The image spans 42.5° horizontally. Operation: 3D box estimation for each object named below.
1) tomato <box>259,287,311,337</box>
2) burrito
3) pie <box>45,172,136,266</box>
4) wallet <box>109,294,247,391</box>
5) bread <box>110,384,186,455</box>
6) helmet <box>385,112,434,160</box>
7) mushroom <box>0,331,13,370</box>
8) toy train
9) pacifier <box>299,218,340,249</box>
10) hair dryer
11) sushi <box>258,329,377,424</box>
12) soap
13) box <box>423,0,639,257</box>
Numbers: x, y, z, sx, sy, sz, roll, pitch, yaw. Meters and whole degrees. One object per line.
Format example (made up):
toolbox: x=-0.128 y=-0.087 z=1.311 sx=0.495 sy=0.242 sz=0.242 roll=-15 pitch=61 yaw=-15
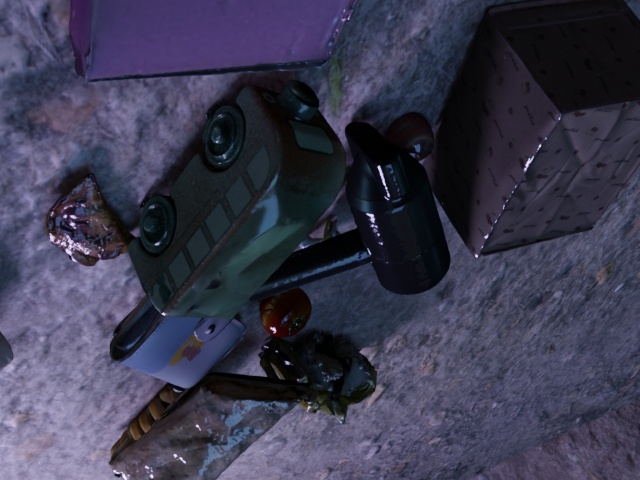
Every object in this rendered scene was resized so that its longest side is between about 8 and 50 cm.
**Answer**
tomato: x=-0.059 y=0.111 z=1.325 sx=0.087 sy=0.075 sz=0.087 roll=-30 pitch=144 yaw=-24
burrito: x=-0.186 y=0.316 z=1.377 sx=0.347 sy=0.107 sz=0.175 roll=-39 pitch=123 yaw=7
pie: x=-0.278 y=-0.015 z=0.988 sx=0.092 sy=0.034 sz=0.170 roll=-30 pitch=151 yaw=-5
wallet: x=-0.210 y=0.139 z=1.246 sx=0.170 sy=0.069 sz=0.231 roll=-46 pitch=154 yaw=-4
bread: x=-0.272 y=0.341 z=1.490 sx=0.134 sy=0.081 sz=0.225 roll=10 pitch=129 yaw=-49
helmet: x=0.130 y=-0.132 z=1.129 sx=0.065 sy=0.049 sz=0.084 roll=-37 pitch=149 yaw=13
mushroom: x=-0.455 y=0.116 z=0.992 sx=0.097 sy=0.088 sz=0.212 roll=-2 pitch=150 yaw=20
toy train: x=-0.099 y=-0.040 z=0.975 sx=0.129 sy=0.159 sz=0.326 roll=7 pitch=133 yaw=-48
pacifier: x=0.000 y=0.000 z=1.235 sx=0.064 sy=0.068 sz=0.083 roll=5 pitch=143 yaw=9
hair dryer: x=0.010 y=-0.012 z=1.118 sx=0.302 sy=0.116 sz=0.244 roll=-22 pitch=131 yaw=4
sushi: x=0.012 y=0.253 z=1.542 sx=0.131 sy=0.139 sz=0.291 roll=-45 pitch=145 yaw=13
soap: x=-0.093 y=-0.239 z=0.750 sx=0.259 sy=0.081 sz=0.181 roll=-10 pitch=144 yaw=-27
box: x=0.304 y=-0.150 z=1.109 sx=0.225 sy=0.190 sz=0.297 roll=-13 pitch=146 yaw=-22
